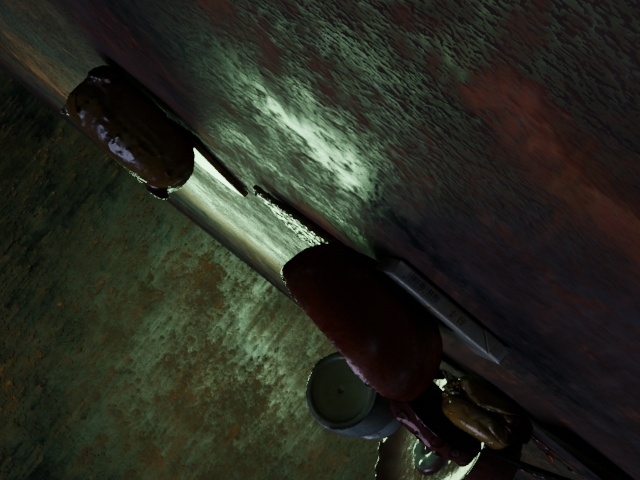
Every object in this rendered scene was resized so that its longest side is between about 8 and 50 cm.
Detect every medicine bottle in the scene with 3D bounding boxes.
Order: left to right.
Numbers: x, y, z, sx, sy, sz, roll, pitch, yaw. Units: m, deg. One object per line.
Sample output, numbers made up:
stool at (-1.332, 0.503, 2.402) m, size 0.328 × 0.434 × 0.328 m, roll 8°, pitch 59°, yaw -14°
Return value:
medicine bottle at (0.066, 0.268, 2.048) m, size 0.147 × 0.147 × 0.143 m, roll 35°, pitch -177°, yaw 31°

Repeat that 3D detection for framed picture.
framed picture at (0.385, 0.367, 1.776) m, size 0.244 × 0.013 × 0.324 m, roll 20°, pitch 174°, yaw 1°

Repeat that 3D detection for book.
book at (-0.190, -0.134, 1.843) m, size 0.118 × 0.012 × 0.172 m, roll 36°, pitch 174°, yaw 36°

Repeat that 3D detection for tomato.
tomato at (0.063, 0.088, 1.444) m, size 0.236 × 0.095 × 0.237 m, roll 42°, pitch -169°, yaw -10°

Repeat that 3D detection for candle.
candle at (0.220, 0.405, 2.154) m, size 0.131 × 0.287 × 0.317 m, roll 36°, pitch 177°, yaw -25°

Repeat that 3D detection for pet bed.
pet bed at (0.190, 0.292, 1.969) m, size 0.201 × 0.053 × 0.201 m, roll 37°, pitch -163°, yaw -13°

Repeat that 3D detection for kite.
kite at (0.391, 0.370, 2.147) m, size 0.232 × 0.009 × 0.189 m, roll 34°, pitch 172°, yaw 42°

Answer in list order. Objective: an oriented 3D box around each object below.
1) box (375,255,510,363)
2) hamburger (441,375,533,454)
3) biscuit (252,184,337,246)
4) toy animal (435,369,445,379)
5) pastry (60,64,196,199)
box at (0.140, 0.080, 1.378) m, size 0.167 × 0.024 × 0.090 m, roll 40°, pitch 176°, yaw -9°
hamburger at (0.262, 0.277, 1.879) m, size 0.147 × 0.083 × 0.138 m, roll 31°, pitch 172°, yaw 31°
biscuit at (-0.001, 0.001, 1.684) m, size 0.203 × 0.016 × 0.144 m, roll 35°, pitch 173°, yaw 28°
toy animal at (0.107, 0.159, 2.055) m, size 0.243 × 0.087 × 0.260 m, roll 25°, pitch 174°, yaw -15°
pastry at (-0.277, -0.162, 1.706) m, size 0.218 × 0.100 × 0.229 m, roll 39°, pitch 175°, yaw 34°
